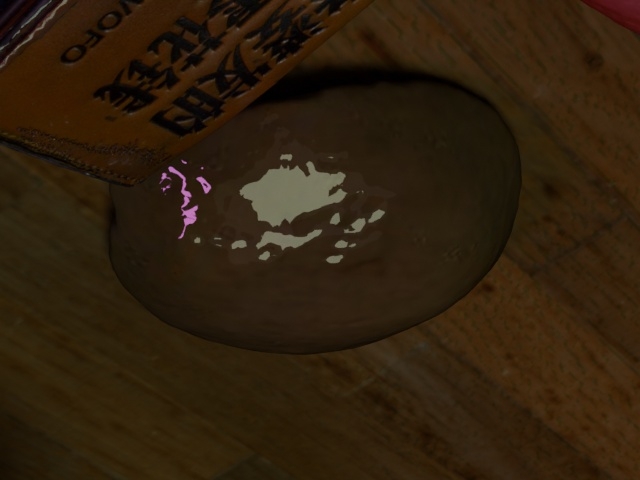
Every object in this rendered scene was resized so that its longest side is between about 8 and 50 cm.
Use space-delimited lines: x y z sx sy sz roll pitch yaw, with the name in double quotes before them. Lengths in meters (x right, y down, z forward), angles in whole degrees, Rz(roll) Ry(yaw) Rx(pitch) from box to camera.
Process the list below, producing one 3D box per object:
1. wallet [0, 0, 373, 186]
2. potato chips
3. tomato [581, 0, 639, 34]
"wallet" -0.050 -0.098 0.745 0.195 0.042 0.161 -38 159 16
"potato chips" 0.001 0.001 0.903 0.195 0.061 0.208 -36 138 22
"tomato" 0.160 -0.200 0.550 0.322 0.321 0.321 -10 138 -9
